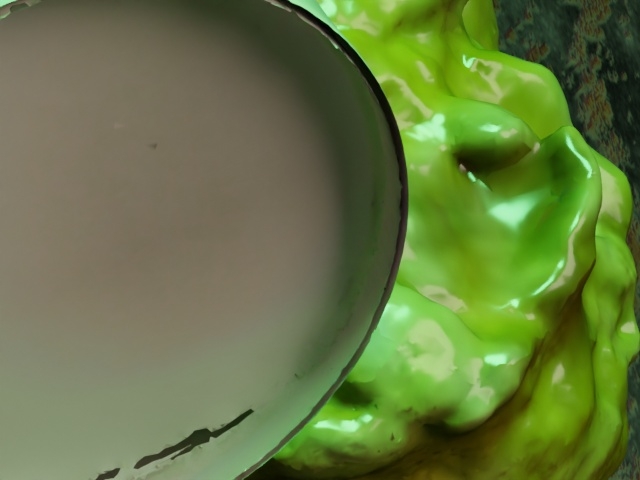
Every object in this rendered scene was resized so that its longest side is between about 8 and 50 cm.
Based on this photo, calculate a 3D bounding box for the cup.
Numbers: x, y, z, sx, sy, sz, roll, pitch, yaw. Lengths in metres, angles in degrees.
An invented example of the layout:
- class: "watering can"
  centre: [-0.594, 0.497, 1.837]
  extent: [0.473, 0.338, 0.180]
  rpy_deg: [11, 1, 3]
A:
- class: "cup"
  centre: [-0.113, -0.051, 0.616]
  extent: [0.253, 0.253, 0.274]
  rpy_deg: [37, 9, -42]

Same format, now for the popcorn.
- class: "popcorn"
  centre: [-0.005, 0.010, 0.884]
  extent: [0.292, 0.293, 0.334]
  rpy_deg: [10, 36, -24]
